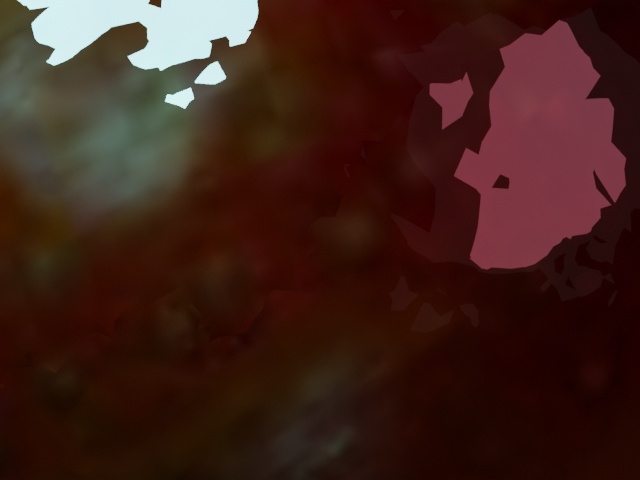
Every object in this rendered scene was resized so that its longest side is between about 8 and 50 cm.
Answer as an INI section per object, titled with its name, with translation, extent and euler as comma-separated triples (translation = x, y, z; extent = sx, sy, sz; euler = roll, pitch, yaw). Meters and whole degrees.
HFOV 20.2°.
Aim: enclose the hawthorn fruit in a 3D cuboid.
[hawthorn fruit]
translation = 0.000, 0.000, 0.456
extent = 0.285, 0.369, 0.285
euler = 17, 33, -12
